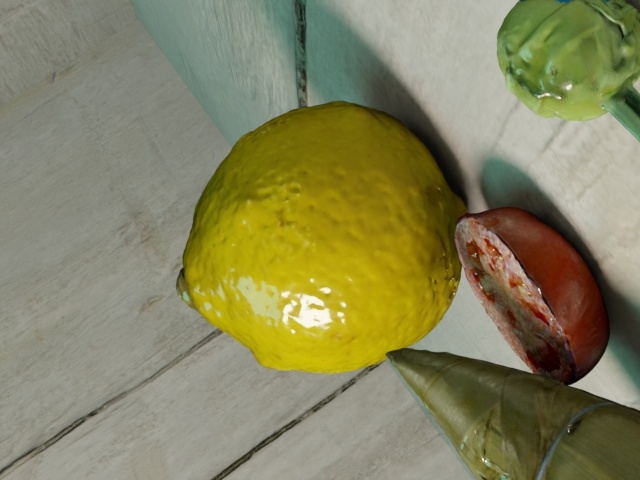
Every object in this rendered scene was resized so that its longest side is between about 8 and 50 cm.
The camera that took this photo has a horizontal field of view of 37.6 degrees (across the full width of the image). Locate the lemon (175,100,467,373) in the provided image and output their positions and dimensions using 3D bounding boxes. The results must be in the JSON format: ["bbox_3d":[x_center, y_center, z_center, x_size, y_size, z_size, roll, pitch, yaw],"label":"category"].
[{"bbox_3d":[0.000,0.000,1.214,0.350,0.387,0.350,-17,-90,-88],"label":"lemon"}]

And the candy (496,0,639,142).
[{"bbox_3d":[0.235,-0.038,0.592,0.093,0.092,0.335,-10,-122,-50],"label":"candy"}]

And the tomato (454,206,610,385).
[{"bbox_3d":[0.234,0.048,1.023,0.225,0.085,0.225,58,174,9],"label":"tomato"}]

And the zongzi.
[{"bbox_3d":[0.287,0.261,0.996,0.393,0.174,0.356,29,172,46],"label":"zongzi"}]
